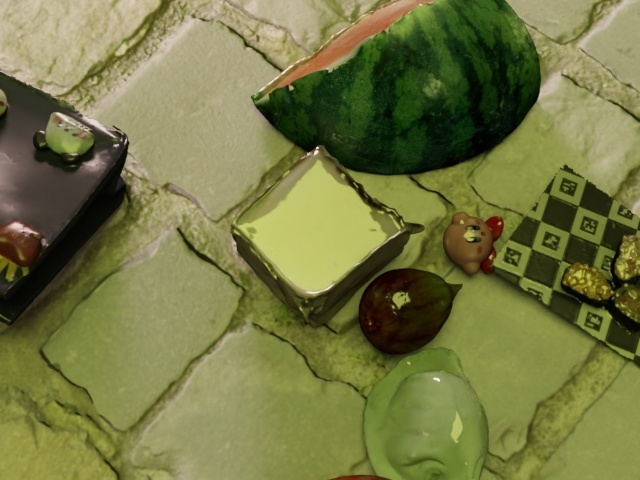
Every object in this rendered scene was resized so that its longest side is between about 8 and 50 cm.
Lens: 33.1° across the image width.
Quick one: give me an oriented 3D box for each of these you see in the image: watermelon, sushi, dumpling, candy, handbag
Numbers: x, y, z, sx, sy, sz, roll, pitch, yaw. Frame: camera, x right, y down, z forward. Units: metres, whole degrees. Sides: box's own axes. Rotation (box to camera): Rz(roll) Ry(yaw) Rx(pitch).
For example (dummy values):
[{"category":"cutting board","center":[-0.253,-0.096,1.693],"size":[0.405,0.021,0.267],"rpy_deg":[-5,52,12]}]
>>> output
[{"category":"watermelon","center":[0.111,-0.240,1.461],"size":[0.319,0.222,0.292],"rpy_deg":[38,68,14]},{"category":"sushi","center":[0.391,0.039,1.417],"size":[0.279,0.043,0.192],"rpy_deg":[37,71,6]},{"category":"dumpling","center":[0.141,0.239,1.330],"size":[0.108,0.152,0.219],"rpy_deg":[27,49,-34]},{"category":"candy","center":[0.000,0.000,1.399],"size":[0.195,0.137,0.185],"rpy_deg":[-42,73,-14]},{"category":"handbag","center":[-0.441,-0.071,1.382],"size":[0.303,0.122,0.329],"rpy_deg":[26,48,9]}]

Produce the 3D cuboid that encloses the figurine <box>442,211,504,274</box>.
[{"category":"figurine","center":[0.198,0.004,1.437],"size":[0.071,0.067,0.083],"rpy_deg":[5,85,-24]}]

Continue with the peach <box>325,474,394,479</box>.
[{"category":"peach","center":[0.044,0.383,1.189],"size":[0.252,0.252,0.252],"rpy_deg":[0,67,0]}]

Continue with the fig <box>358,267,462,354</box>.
[{"category":"fig","center":[0.123,0.085,1.393],"size":[0.154,0.109,0.103],"rpy_deg":[-11,52,-35]}]
